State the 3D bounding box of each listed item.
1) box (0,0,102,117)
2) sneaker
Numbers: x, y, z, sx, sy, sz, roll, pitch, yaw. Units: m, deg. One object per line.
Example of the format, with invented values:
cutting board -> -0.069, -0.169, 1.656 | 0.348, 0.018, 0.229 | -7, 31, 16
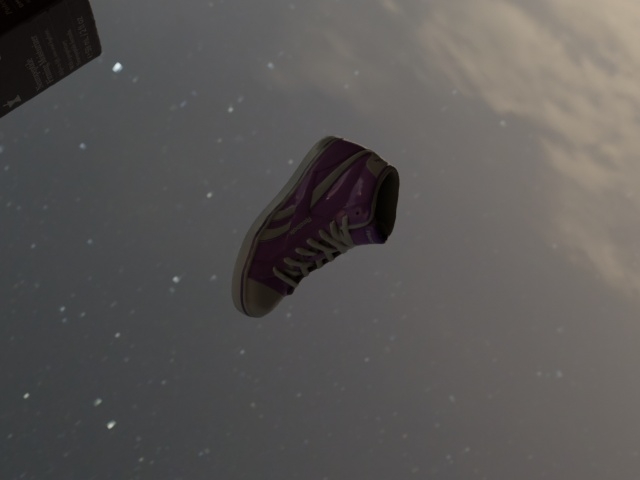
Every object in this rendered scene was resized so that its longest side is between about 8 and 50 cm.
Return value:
box -> -0.388, -0.259, 1.221 | 0.203, 0.168, 0.167 | -36, -102, -14
sneaker -> 0.000, -0.001, 1.422 | 0.161, 0.282, 0.102 | 31, 180, 38
